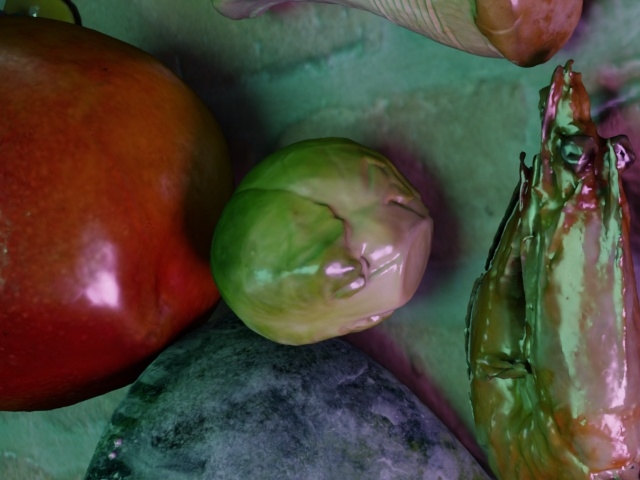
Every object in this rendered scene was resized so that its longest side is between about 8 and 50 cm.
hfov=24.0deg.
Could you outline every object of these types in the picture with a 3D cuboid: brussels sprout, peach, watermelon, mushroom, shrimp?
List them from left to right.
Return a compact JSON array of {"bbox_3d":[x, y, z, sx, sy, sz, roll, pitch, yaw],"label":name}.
[{"bbox_3d":[-0.214,-0.016,1.127,0.332,0.307,0.308,32,121,41],"label":"peach"},{"bbox_3d":[-0.037,0.183,1.037,0.214,0.319,0.290,72,-176,-56],"label":"watermelon"},{"bbox_3d":[0.001,0.001,1.002,0.155,0.155,0.117,45,164,37],"label":"brussels sprout"},{"bbox_3d":[0.026,-0.183,0.963,0.351,0.095,0.123,18,129,50],"label":"mushroom"},{"bbox_3d":[0.137,0.037,0.892,0.154,0.062,0.294,26,118,52],"label":"shrimp"}]

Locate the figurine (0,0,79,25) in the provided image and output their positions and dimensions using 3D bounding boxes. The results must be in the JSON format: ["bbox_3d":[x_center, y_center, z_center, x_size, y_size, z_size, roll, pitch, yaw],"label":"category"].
[{"bbox_3d":[-0.360,-0.140,1.316,0.208,0.257,0.181,46,129,37],"label":"figurine"}]
